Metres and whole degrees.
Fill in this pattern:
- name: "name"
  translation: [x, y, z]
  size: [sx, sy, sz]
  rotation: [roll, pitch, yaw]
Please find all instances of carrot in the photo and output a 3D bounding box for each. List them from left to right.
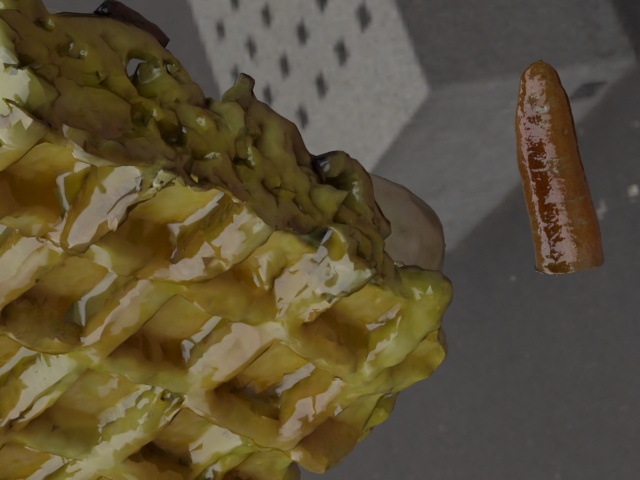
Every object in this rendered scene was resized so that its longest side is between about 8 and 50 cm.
- name: "carrot"
  translation: [0.150, -0.048, 0.884]
  size: [0.048, 0.048, 0.139]
  rotation: [-2, 101, 65]

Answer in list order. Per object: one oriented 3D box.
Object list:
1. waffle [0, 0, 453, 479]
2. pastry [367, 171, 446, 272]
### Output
- name: "waffle"
  translation: [-0.109, 0.034, 0.438]
  size: [0.312, 0.307, 0.060]
  rotation: [75, 177, -51]
- name: "pastry"
  translation: [0.000, 0.000, 0.804]
  size: [0.156, 0.156, 0.092]
  rotation: [7, 69, 64]
